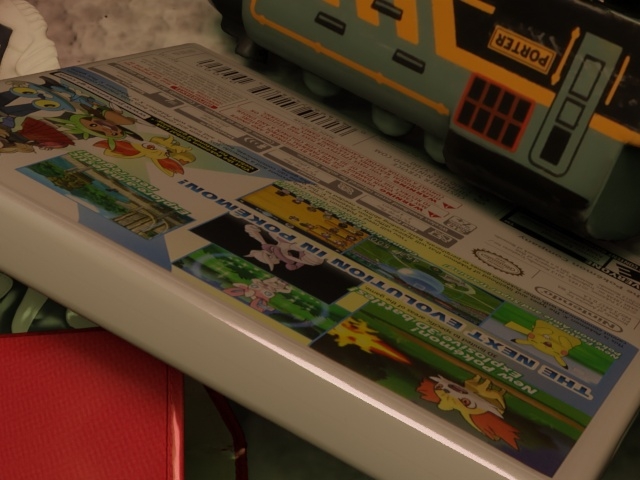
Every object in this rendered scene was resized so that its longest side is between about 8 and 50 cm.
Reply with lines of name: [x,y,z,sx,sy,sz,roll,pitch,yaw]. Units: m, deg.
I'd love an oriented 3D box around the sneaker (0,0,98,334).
sneaker: [-0.204,-0.020,0.764,0.153,0.094,0.235,-11,75,-10]

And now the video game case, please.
video game case: [0.000,0.000,0.659,0.329,0.300,0.036,28,112,16]

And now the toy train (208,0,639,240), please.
toy train: [0.077,-0.139,0.746,0.334,0.142,0.190,30,104,28]

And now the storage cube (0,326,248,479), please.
storage cube: [-0.137,0.157,0.629,0.193,0.183,0.215,-5,65,4]
